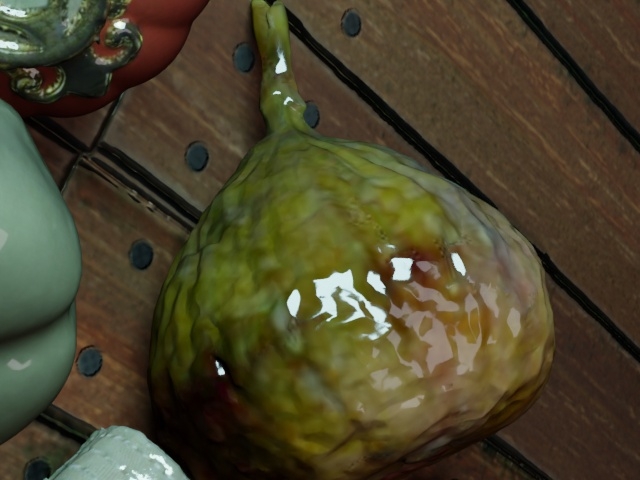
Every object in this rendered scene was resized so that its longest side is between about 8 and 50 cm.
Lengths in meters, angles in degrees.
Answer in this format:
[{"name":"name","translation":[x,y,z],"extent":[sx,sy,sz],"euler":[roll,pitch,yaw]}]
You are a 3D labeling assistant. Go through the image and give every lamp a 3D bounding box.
[{"name":"lamp","translation":[-0.168,-0.179,0.895],"extent":[0.227,0.227,0.227],"euler":[-11,105,-45]}]

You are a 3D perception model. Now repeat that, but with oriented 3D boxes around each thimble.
[{"name":"thimble","translation":[-0.136,0.193,1.066],"extent":[0.115,0.102,0.090],"euler":[49,59,-6]}]

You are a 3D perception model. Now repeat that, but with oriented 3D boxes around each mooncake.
[{"name":"mooncake","translation":[-0.252,0.032,0.828],"extent":[0.275,0.135,0.275],"euler":[-14,132,-16]}]

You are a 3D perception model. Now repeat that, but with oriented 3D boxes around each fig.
[{"name":"fig","translation":[0.000,0.000,1.124],"extent":[0.286,0.286,0.369],"euler":[7,60,-47]}]

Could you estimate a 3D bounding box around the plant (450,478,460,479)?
[{"name":"plant","translation":[0.081,0.252,1.328],"extent":[0.174,0.085,0.087],"euler":[-32,144,-44]}]
